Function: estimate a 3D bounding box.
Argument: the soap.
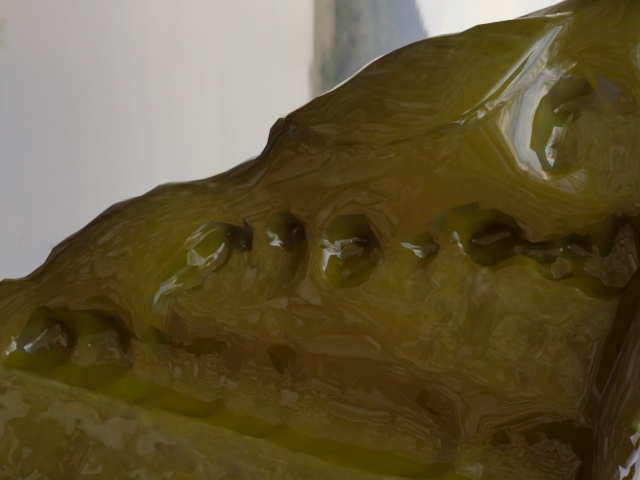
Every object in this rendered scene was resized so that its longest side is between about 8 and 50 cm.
[{"bbox_3d":[0.000,0.000,0.582,0.169,0.338,0.304,57,49,-59],"label":"soap"}]
